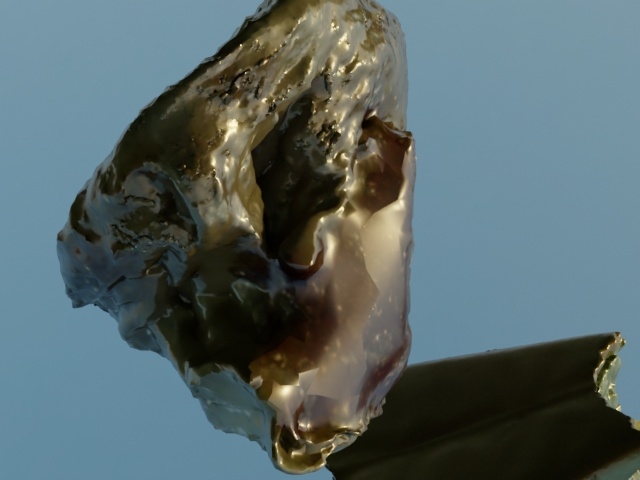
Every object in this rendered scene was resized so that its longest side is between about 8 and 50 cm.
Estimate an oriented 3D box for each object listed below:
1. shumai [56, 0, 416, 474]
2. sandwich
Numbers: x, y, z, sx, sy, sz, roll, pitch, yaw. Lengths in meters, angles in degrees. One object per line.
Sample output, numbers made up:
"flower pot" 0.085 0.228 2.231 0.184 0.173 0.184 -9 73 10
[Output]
"shumai" -0.005 -0.004 0.470 0.123 0.105 0.139 -45 -176 -3
"sandwich" 0.103 0.128 0.945 0.186 0.108 0.220 -27 -156 -4
